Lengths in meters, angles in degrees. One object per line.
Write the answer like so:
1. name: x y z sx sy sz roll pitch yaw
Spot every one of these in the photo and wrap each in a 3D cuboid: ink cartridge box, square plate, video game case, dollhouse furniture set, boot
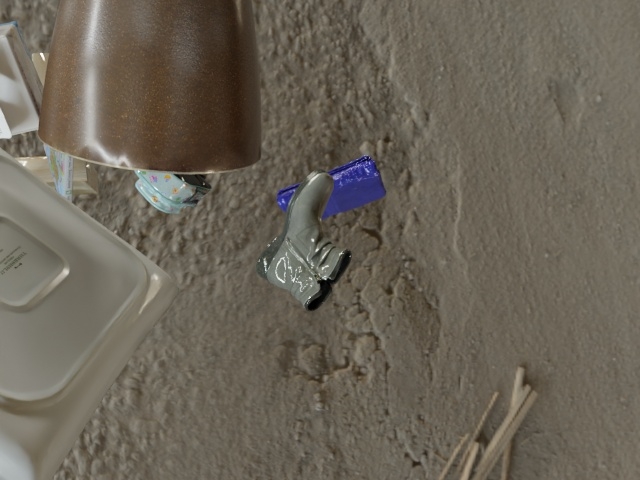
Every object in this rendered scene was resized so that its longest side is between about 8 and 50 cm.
1. ink cartridge box: -0.341 -0.159 0.568 0.090 0.143 0.092 -18 120 -14
2. square plate: -0.342 0.034 0.593 0.344 0.049 0.347 40 28 -12
3. video game case: -0.593 -0.210 1.267 0.023 0.193 0.212 -11 57 -32
4. dollhouse furniture set: -0.733 -0.337 1.561 0.362 0.256 0.394 -4 88 -14
5. boot: 0.000 0.000 1.036 0.083 0.161 0.246 33 84 -54

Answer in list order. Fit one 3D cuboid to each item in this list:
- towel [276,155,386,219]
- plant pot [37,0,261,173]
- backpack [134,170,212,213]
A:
1. towel: 0.036 -0.145 1.684 0.308 0.227 0.076 -19 70 7
2. plant pot: -0.149 -0.205 0.529 0.215 0.215 0.230 -2 114 -28
3. backpack: -0.410 -0.162 1.509 0.144 0.188 0.166 -43 80 4
